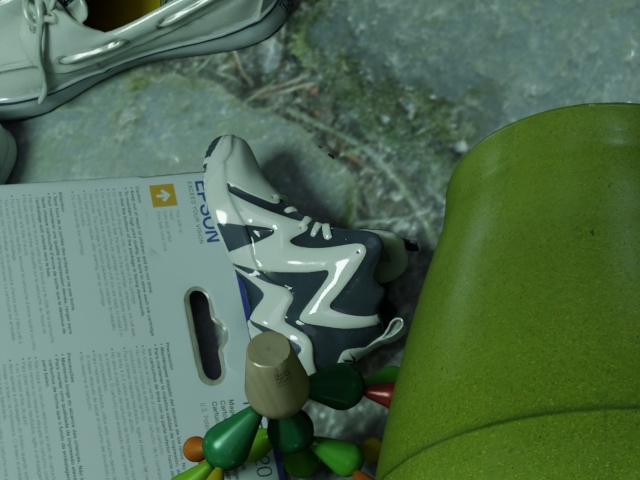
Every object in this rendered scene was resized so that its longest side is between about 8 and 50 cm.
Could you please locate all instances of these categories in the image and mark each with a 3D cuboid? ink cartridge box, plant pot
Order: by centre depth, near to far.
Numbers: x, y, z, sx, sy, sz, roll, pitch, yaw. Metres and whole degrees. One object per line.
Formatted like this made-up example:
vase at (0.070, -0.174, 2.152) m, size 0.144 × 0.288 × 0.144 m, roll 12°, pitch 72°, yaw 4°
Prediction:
plant pot at (0.204, 0.107, 1.226) m, size 0.366 × 0.366 × 0.353 m, roll -7°, pitch 55°, yaw 15°
ink cartridge box at (-0.219, 0.104, 1.455) m, size 0.330 × 0.071 × 0.324 m, roll -4°, pitch 64°, yaw -19°

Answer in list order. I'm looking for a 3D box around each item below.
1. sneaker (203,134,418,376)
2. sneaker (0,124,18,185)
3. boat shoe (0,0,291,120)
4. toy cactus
sneaker at (0.000, 0.000, 1.447) m, size 0.153 × 0.094 × 0.235 m, roll -21°, pitch 65°, yaw 7°
sneaker at (-0.348, -0.016, 1.563) m, size 0.087 × 0.092 × 0.229 m, roll 6°, pitch 72°, yaw 18°
boat shoe at (-0.219, -0.213, 1.564) m, size 0.367 × 0.156 × 0.136 m, roll -11°, pitch 66°, yaw 13°
toy cactus at (-0.028, 0.144, 1.335) m, size 0.219 × 0.180 × 0.112 m, roll -18°, pitch 51°, yaw -5°
